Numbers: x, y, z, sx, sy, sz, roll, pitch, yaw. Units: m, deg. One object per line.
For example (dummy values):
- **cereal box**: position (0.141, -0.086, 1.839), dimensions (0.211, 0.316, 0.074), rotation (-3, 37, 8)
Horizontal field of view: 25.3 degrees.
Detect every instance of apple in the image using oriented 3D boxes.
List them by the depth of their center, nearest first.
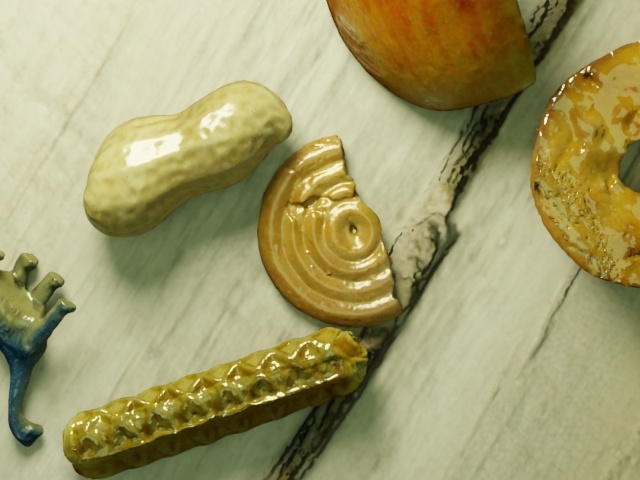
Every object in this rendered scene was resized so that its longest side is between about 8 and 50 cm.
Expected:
- **apple**: position (0.109, -0.302, 1.556), dimensions (0.254, 0.179, 0.346), rotation (-24, 92, 40)

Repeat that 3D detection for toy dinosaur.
- **toy dinosaur**: position (-0.384, 0.099, 1.642), dimensions (0.247, 0.075, 0.188), rotation (35, 101, -5)

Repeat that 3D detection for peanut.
- **peanut**: position (-0.156, -0.098, 1.597), dimensions (0.256, 0.123, 0.124), rotation (-31, 91, 1)

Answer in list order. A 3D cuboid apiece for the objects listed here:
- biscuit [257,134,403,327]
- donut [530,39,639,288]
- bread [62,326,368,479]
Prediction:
- **biscuit**: position (0.000, 0.000, 1.633), dimensions (0.144, 0.033, 0.224), rotation (-18, 91, 3)
- **donut**: position (0.363, -0.085, 1.574), dimensions (0.277, 0.108, 0.278), rotation (0, 93, 3)
- **bread**: position (-0.120, 0.186, 1.626), dimensions (0.367, 0.077, 0.084), rotation (-20, 90, 3)
